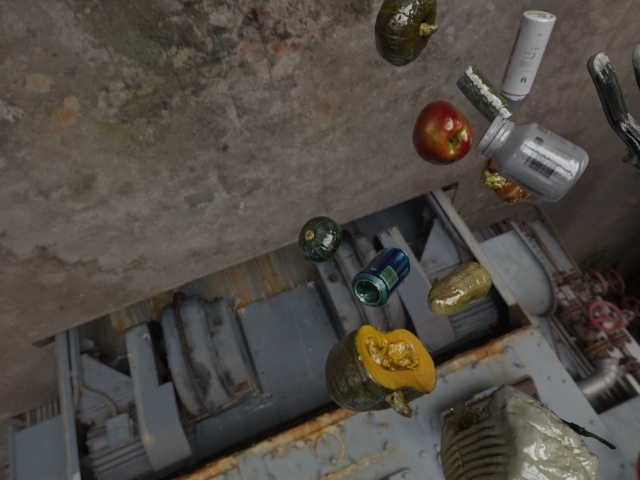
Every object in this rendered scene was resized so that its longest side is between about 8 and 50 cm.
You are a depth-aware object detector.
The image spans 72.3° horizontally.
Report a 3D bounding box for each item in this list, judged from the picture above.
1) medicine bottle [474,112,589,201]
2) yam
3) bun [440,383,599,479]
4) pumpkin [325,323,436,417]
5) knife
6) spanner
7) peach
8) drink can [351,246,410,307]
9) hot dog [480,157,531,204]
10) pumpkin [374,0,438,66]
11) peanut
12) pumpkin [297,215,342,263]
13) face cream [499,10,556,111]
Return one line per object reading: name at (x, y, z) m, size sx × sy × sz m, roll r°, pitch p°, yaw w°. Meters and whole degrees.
medicine bottle at (0.470, -0.193, 0.995) m, size 0.135 × 0.215 × 0.135 m, roll -54°, pitch 171°, yaw -13°
yam at (0.423, -0.371, 1.130) m, size 0.068 × 0.169 × 0.068 m, roll -39°, pitch 180°, yaw 0°
bun at (0.367, 0.417, 0.800) m, size 0.205 × 0.281 × 0.281 m, roll 8°, pitch 142°, yaw -11°
pumpkin at (0.142, 0.369, 1.153) m, size 0.325 × 0.242 × 0.232 m, roll 18°, pitch 129°, yaw -39°
knife at (0.758, 0.560, 1.305) m, size 0.021 × 0.222 × 0.045 m, roll -27°, pitch 119°, yaw -25°
spanner at (0.512, -0.158, 0.683) m, size 0.040 × 0.096 × 0.325 m, roll -48°, pitch 115°, yaw -9°
peach at (0.429, -0.385, 1.575) m, size 0.200 × 0.243 × 0.243 m, roll -27°, pitch 150°, yaw 0°
drink can at (0.185, 0.103, 1.296) m, size 0.205 × 0.118 × 0.118 m, roll -36°, pitch 166°, yaw -47°
hot dog at (0.590, -0.194, 1.369) m, size 0.213 × 0.146 × 0.103 m, roll 23°, pitch 168°, yaw -29°
pumpkin at (0.249, -0.597, 1.221) m, size 0.219 × 0.162 × 0.219 m, roll -52°, pitch 157°, yaw -33°
peanut at (0.377, 0.137, 1.197) m, size 0.236 × 0.110 × 0.120 m, roll -25°, pitch 179°, yaw -35°
pumpkin at (-0.003, -0.002, 1.482) m, size 0.167 × 0.167 × 0.125 m, roll -38°, pitch 153°, yaw 21°
face cream at (0.593, -0.501, 1.297) m, size 0.092 × 0.092 × 0.311 m, roll -16°, pitch 136°, yaw -17°
